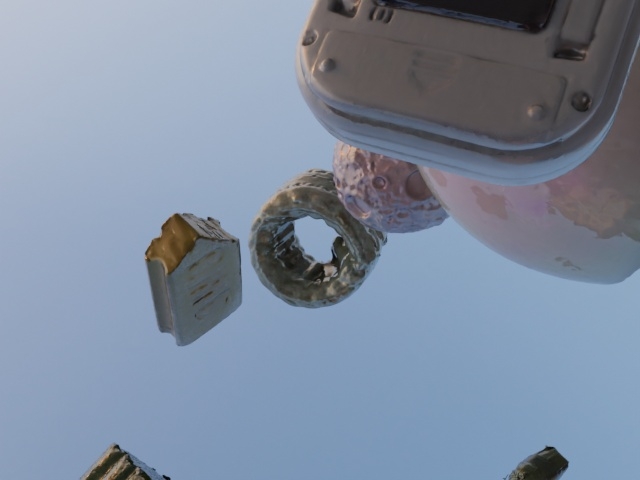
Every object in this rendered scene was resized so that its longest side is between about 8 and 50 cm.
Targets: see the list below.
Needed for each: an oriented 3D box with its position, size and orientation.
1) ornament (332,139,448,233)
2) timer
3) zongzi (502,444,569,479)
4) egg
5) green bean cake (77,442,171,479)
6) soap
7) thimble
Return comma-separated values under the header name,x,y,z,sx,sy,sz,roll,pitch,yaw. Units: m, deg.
name,x,y,z,sx,sy,sz,roll,pitch,yaw
ornament,0.144,-0.142,1.357,0.259,0.225,0.259,0,-159,0
timer,0.114,-0.175,0.598,0.261,0.087,0.237,17,-100,20
zongzi,0.312,0.375,1.157,0.109,0.119,0.055,-11,-126,-41
egg,0.279,-0.147,1.002,0.339,0.355,0.355,19,-137,1
green bean cake,-0.213,0.422,1.015,0.156,0.247,0.249,-49,-141,-15
soap,-0.217,0.055,1.315,0.080,0.258,0.160,37,-124,26
thimble,0.000,0.000,1.672,0.291,0.292,0.195,30,-152,4
